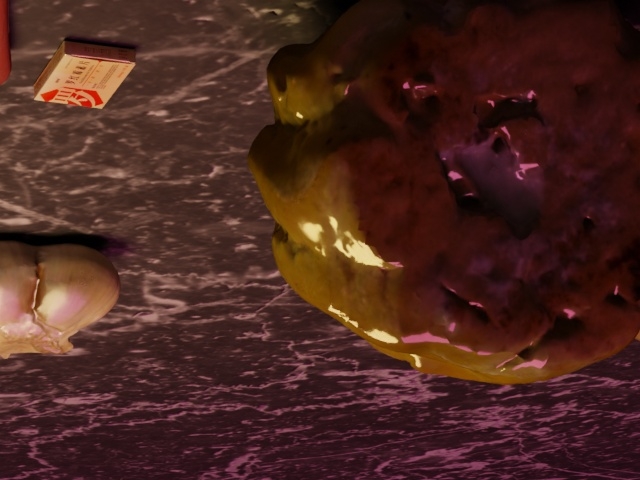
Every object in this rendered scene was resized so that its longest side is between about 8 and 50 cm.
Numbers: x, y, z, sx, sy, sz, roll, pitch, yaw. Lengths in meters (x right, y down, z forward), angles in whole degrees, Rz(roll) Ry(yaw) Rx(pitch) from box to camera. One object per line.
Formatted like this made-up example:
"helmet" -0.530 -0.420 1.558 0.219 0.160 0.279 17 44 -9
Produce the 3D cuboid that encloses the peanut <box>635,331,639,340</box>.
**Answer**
"peanut" 0.342 0.060 1.932 0.226 0.095 0.108 16 156 -41

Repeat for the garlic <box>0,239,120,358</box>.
"garlic" -0.290 0.045 1.817 0.174 0.099 0.124 -6 142 -5

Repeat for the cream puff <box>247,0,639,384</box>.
"cream puff" 0.106 -0.050 1.337 0.324 0.291 0.257 -18 -172 -17

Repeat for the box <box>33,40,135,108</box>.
"box" -0.187 -0.130 1.421 0.058 0.015 0.093 7 159 -22

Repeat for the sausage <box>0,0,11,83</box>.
"sausage" -0.236 -0.166 1.282 0.034 0.034 0.253 0 161 -10
